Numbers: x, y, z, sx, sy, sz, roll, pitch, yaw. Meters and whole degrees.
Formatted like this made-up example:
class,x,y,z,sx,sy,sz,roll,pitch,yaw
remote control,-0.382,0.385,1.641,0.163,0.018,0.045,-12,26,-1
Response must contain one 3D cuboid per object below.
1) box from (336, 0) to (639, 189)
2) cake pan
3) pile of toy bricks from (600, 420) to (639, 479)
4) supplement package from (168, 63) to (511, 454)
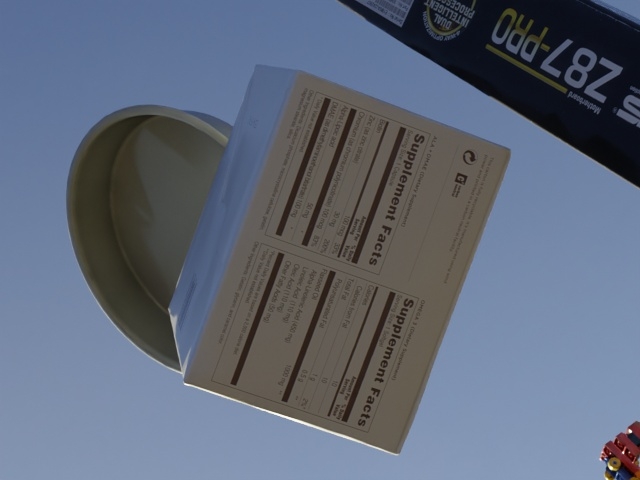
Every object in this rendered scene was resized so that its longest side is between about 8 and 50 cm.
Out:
class,x,y,z,sx,sy,sz,roll,pitch,yaw
box,0.235,-0.099,1.078,0.318,0.395,0.097,15,-74,-41
cake pan,-0.132,-0.003,1.522,0.054,0.293,0.293,-32,-28,-49
pile of toy bricks,0.411,0.267,1.629,0.105,0.212,0.118,-32,-30,-24
supplement package,0.000,0.000,1.026,0.145,0.262,0.204,19,-86,-9
